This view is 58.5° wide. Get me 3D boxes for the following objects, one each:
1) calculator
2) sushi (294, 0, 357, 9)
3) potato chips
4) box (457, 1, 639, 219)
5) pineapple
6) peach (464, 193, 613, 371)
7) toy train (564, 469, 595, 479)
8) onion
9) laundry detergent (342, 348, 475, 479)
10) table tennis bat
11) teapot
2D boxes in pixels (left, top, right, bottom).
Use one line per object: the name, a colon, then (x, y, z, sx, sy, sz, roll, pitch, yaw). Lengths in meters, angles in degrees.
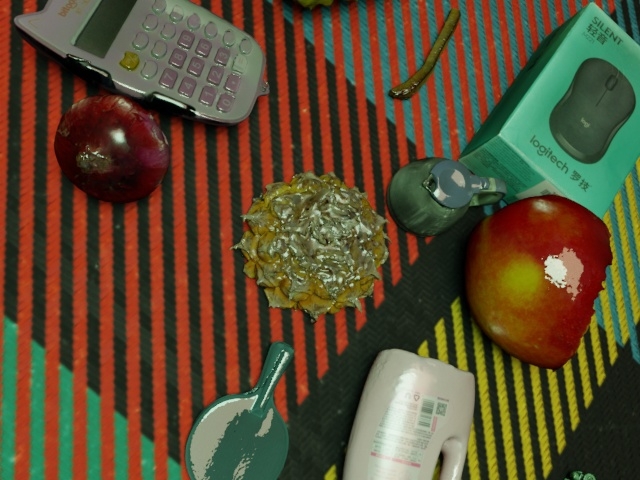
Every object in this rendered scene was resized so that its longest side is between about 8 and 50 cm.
calculator: (-0.204, -0.243, 0.723, 0.295, 0.043, 0.194, 21, 53, -15)
sushi: (0.028, -0.528, 0.693, 0.240, 0.396, 0.351, -16, 77, -15)
potato chips: (0.170, -0.287, 0.880, 0.037, 0.026, 0.204, 33, 72, 5)
box: (0.383, -0.182, 0.876, 0.205, 0.118, 0.311, 41, 71, -8)
pineapple: (0.000, 0.000, 0.744, 0.225, 0.076, 0.224, 3, 78, -15)
peach: (0.301, 0.058, 0.765, 0.196, 0.190, 0.226, -14, 77, -28)
toy train: (0.383, 0.365, 0.812, 0.083, 0.033, 0.053, 36, 75, -7)
onion: (-0.242, -0.106, 0.664, 0.131, 0.131, 0.131, 3, 78, -17)
laundry detergent: (0.097, 0.311, 0.706, 0.159, 0.088, 0.334, 19, 75, -14)
table tennis bat: (-0.084, 0.218, 0.698, 0.124, 0.033, 0.201, 28, 75, -12)
teapot: (0.175, -0.058, 0.791, 0.149, 0.108, 0.111, 29, 74, -10)
